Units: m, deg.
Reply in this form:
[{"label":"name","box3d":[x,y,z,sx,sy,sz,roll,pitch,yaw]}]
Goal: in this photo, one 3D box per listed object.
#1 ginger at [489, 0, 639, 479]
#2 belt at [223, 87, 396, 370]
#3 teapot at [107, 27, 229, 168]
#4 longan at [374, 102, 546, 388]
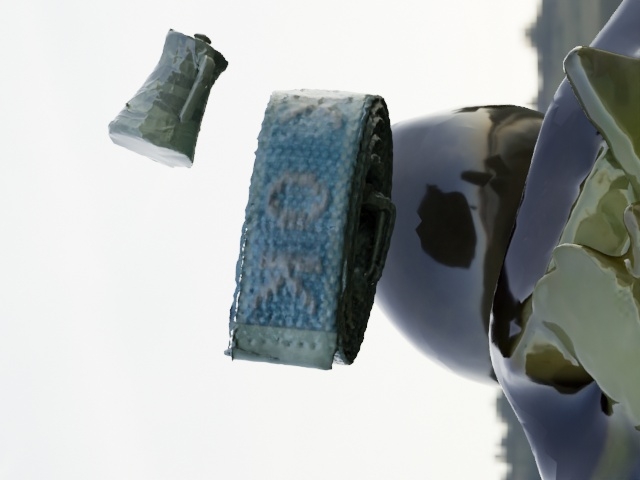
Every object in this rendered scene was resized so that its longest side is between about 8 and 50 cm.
[{"label":"ginger","box3d":[0.280,0.024,0.907,0.211,0.358,0.413,157,127,-69]},{"label":"belt","box3d":[0.002,-0.008,1.097,0.147,0.082,0.163,7,-90,-79]},{"label":"teapot","box3d":[-0.087,-0.090,1.136,0.057,0.067,0.083,30,-106,-25]},{"label":"longan","box3d":[0.118,0.000,1.262,0.198,0.212,0.198,-31,-31,-21]}]
